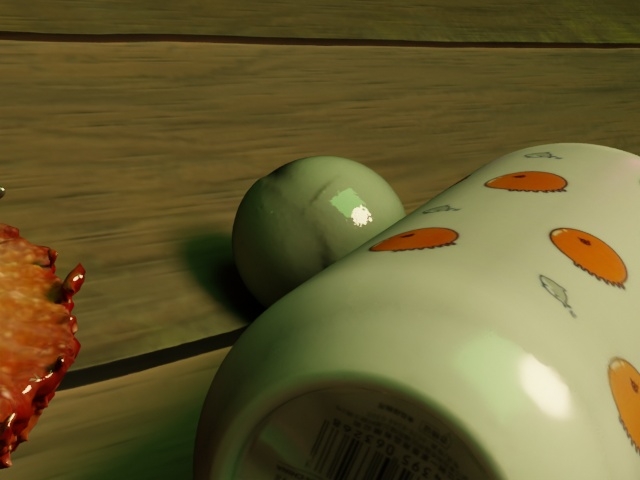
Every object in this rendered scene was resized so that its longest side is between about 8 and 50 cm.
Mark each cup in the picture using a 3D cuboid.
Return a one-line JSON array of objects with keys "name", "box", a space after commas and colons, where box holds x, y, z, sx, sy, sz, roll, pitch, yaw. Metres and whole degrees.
[{"name": "cup", "box": [0.083, 0.083, 0.848, 0.212, 0.212, 0.317, 39, 25, 11]}]

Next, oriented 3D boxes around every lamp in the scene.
[{"name": "lamp", "box": [0.000, 0.000, 1.030, 0.105, 0.105, 0.105, 27, 25, -14]}]

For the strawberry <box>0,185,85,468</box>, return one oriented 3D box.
[{"name": "strawberry", "box": [-0.177, 0.074, 0.662, 0.175, 0.106, 0.236, 6, 30, 10]}]
